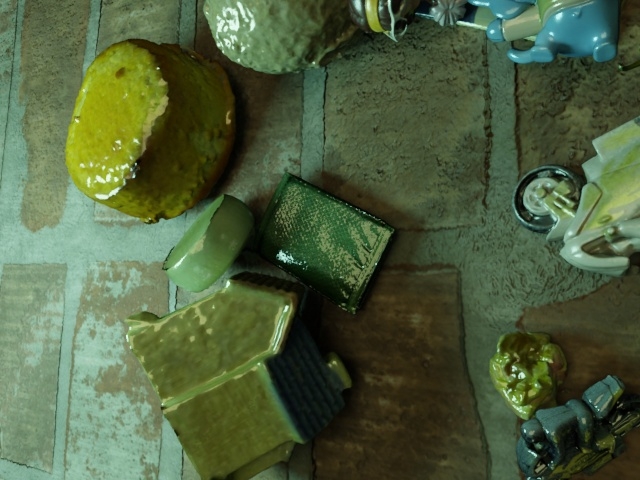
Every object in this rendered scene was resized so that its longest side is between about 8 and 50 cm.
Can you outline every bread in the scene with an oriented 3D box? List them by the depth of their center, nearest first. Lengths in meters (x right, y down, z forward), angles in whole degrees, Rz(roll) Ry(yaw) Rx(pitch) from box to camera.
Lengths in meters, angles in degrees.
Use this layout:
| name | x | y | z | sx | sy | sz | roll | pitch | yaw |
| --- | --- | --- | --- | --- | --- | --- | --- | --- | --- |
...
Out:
| name | x | y | z | sx | sy | sz | roll | pitch | yaw |
| --- | --- | --- | --- | --- | --- | --- | --- | --- | --- |
| bread | -0.338 | -0.223 | 1.055 | 0.336 | 0.204 | 0.358 | 33 | 99 | 25 |

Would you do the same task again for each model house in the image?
| name | x | y | z | sx | sy | sz | roll | pitch | yaw |
| --- | --- | --- | --- | --- | --- | --- | --- | --- | --- |
| model house | -0.110 | 0.201 | 0.873 | 0.266 | 0.261 | 0.321 | -29 | 90 | 0 |

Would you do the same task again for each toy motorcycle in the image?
| name | x | y | z | sx | sy | sz | roll | pitch | yaw |
| --- | --- | --- | --- | --- | --- | --- | --- | --- | --- |
| toy motorcycle | 0.409 | -0.048 | 0.633 | 0.340 | 0.107 | 0.223 | -28 | 62 | 33 |
| toy motorcycle | 0.307 | 0.242 | 0.661 | 0.193 | 0.124 | 0.061 | -53 | 20 | 19 |

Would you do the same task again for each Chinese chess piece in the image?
| name | x | y | z | sx | sy | sz | roll | pitch | yaw |
| --- | --- | --- | --- | --- | --- | --- | --- | --- | --- |
| Chinese chess piece | -0.197 | 0.005 | 0.960 | 0.188 | 0.083 | 0.188 | -43 | 21 | 21 |

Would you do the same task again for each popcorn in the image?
| name | x | y | z | sx | sy | sz | roll | pitch | yaw |
| --- | --- | --- | --- | --- | --- | --- | --- | --- | --- |
| popcorn | 0.271 | 0.176 | 0.708 | 0.096 | 0.089 | 0.109 | -2 | 85 | 43 |

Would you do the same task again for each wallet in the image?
| name | x | y | z | sx | sy | sz | roll | pitch | yaw |
| --- | --- | --- | --- | --- | --- | --- | --- | --- | --- |
| wallet | 0.001 | 0.000 | 0.907 | 0.236 | 0.055 | 0.160 | 30 | 104 | 26 |

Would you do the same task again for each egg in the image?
| name | x | y | z | sx | sy | sz | roll | pitch | yaw |
| --- | --- | --- | --- | --- | --- | --- | --- | --- | --- |
| egg | -0.043 | -0.407 | 0.867 | 0.310 | 0.279 | 0.279 | -33 | 67 | 3 |

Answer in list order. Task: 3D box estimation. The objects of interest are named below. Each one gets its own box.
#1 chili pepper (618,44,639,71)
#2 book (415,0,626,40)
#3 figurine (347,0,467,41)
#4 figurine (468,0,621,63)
| name | x | y | z | sx | sy | sz | roll | pitch | yaw |
| --- | --- | --- | --- | --- | --- | --- | --- | --- | --- |
| chili pepper | 0.454 | -0.257 | 0.656 | 0.204 | 0.073 | 0.072 | -24 | 54 | 15 |
| book | 0.302 | -0.420 | 0.797 | 0.322 | 0.018 | 0.228 | 26 | 97 | 31 |
| figurine | 0.140 | -0.391 | 0.778 | 0.240 | 0.175 | 0.116 | -40 | 59 | -13 |
| figurine | 0.291 | -0.329 | 0.694 | 0.180 | 0.153 | 0.262 | -27 | 56 | 52 |
